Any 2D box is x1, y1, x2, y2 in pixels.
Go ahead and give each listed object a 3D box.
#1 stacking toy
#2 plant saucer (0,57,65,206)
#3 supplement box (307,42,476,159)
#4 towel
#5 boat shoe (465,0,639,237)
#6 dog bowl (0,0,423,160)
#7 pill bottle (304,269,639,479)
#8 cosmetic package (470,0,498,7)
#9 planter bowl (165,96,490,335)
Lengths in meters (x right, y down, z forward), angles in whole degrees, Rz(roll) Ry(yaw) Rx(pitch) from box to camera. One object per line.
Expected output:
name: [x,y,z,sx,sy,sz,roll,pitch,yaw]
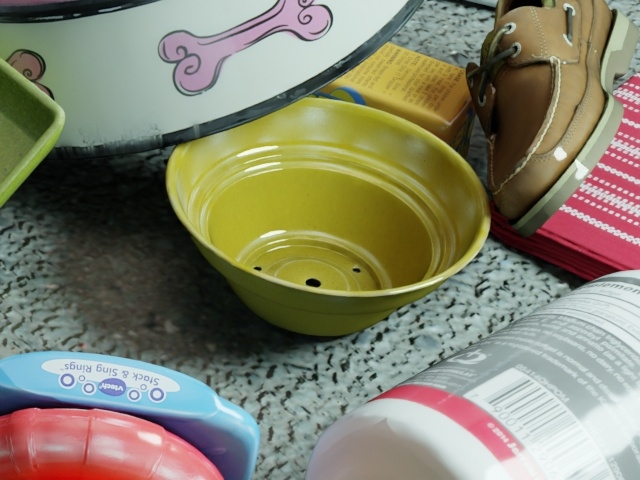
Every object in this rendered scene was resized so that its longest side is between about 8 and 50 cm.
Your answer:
stacking toy: [-0.133,0.221,1.002,0.175,0.165,0.302,10,52,-7]
plant saucer: [-0.274,-0.050,1.313,0.188,0.045,0.188,38,86,31]
supplement box: [-0.001,-0.115,1.494,0.233,0.078,0.080,19,39,12]
towel: [0.272,-0.045,1.473,0.199,0.031,0.275,27,47,28]
boat shoe: [0.149,-0.106,1.415,0.104,0.111,0.307,40,27,-8]
dog bowl: [-0.126,-0.233,1.444,0.408,0.150,0.408,-11,34,8]
pill bottle: [0.159,0.121,1.148,0.318,0.176,0.176,-24,49,-37]
cosmetic package: [0.122,-0.460,1.704,0.329,0.393,0.327,13,37,4]
planter bowl: [0.000,0.000,1.336,0.217,0.090,0.217,6,38,-5]
